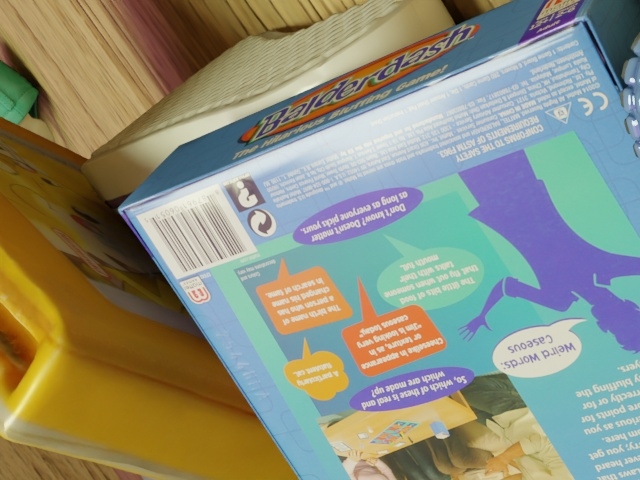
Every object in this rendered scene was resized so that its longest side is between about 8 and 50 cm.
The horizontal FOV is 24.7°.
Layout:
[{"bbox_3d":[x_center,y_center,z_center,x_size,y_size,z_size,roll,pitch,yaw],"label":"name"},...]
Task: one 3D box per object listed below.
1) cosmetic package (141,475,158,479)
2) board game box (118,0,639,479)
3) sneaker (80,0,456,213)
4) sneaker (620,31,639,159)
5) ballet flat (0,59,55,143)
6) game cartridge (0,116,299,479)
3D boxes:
[{"bbox_3d":[-0.078,0.165,1.142,0.377,0.097,0.284,34,154,49],"label":"cosmetic package"},{"bbox_3d":[0.061,0.042,0.437,0.160,0.047,0.210,-19,111,33],"label":"board game box"},{"bbox_3d":[-0.001,0.001,0.584,0.161,0.102,0.282,54,164,-15],"label":"sneaker"},{"bbox_3d":[0.120,0.006,0.344,0.135,0.052,0.058,58,159,-17],"label":"sneaker"},{"bbox_3d":[-0.252,-0.069,1.177,0.087,0.083,0.247,36,164,7],"label":"ballet flat"},{"bbox_3d":[-0.070,0.025,0.658,0.324,0.052,0.285,23,-169,-47],"label":"game cartridge"}]
